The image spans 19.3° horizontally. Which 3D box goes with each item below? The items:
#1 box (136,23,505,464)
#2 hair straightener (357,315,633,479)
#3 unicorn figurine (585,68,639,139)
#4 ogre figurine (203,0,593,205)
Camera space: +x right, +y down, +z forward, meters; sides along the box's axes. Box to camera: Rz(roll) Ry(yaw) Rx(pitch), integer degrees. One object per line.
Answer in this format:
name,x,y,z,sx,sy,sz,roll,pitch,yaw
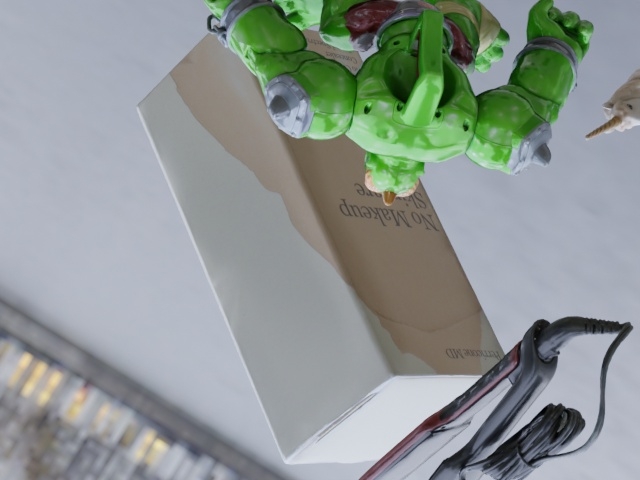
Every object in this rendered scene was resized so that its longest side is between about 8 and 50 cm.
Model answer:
box,0.000,0.000,1.364,0.148,0.121,0.311,4,-127,-48
hair straightener,0.106,0.121,1.072,0.047,0.230,0.089,-5,-122,-46
unicorn figurine,0.242,-0.115,1.169,0.111,0.162,0.060,12,164,18
ogre figurine,0.040,-0.086,0.931,0.197,0.097,0.118,24,-142,-21
